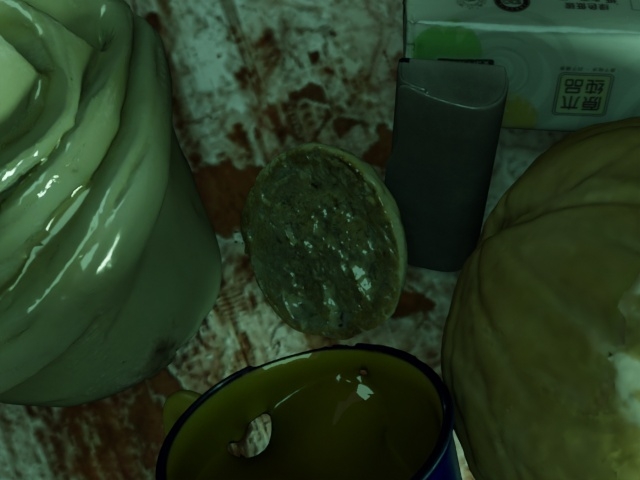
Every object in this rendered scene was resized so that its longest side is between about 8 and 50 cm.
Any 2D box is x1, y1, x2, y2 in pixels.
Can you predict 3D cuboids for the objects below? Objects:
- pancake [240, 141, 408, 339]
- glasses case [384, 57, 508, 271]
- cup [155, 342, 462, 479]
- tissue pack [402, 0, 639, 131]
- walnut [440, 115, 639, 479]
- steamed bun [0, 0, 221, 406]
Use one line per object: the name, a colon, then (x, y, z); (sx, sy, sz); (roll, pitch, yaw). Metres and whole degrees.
pancake: (-0.001, 0.000, 0.851); (0.152, 0.025, 0.151); (15, 115, 33)
glasses case: (0.081, -0.047, 0.812); (0.072, 0.190, 0.042); (9, 56, 6)
cup: (0.007, 0.199, 0.786); (0.178, 0.255, 0.256); (-18, 120, -6)
tissue pack: (0.170, -0.135, 0.841); (0.229, 0.145, 0.159); (2, 42, 2)
walnut: (0.237, 0.084, 0.747); (0.333, 0.333, 0.333); (0, 85, 2)
steamed bun: (-0.246, -0.035, 0.802); (0.310, 0.219, 0.324); (-14, 85, 1)
